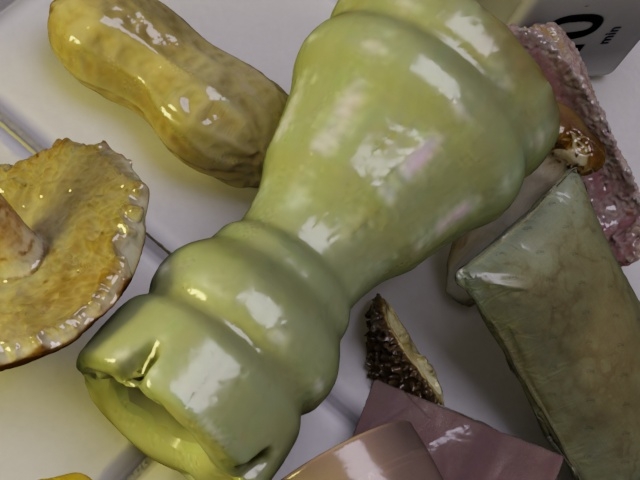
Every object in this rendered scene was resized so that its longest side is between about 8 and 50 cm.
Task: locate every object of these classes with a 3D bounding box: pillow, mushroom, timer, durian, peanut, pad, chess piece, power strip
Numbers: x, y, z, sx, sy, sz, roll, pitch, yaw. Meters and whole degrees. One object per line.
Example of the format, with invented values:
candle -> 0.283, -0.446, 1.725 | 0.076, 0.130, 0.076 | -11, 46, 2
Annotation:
pillow -> 0.245, 0.105, 1.513 | 0.185, 0.075, 0.302 | -41, 110, -33
mushroom -> -0.300, -0.025, 1.310 | 0.301, 0.208, 0.233 | 28, 31, -26
timer -> 0.237, -0.294, 1.742 | 0.195, 0.192, 0.194 | -8, 63, -28
durian -> 0.074, 0.103, 1.507 | 0.066, 0.052, 0.130 | -16, 67, -34
peanut -> -0.137, -0.141, 1.531 | 0.274, 0.111, 0.125 | 33, 29, 2
pad -> 0.112, 0.207, 1.453 | 0.187, 0.006, 0.113 | 22, 83, -8
chess piece -> 0.000, 0.000, 1.400 | 0.234, 0.234, 0.442 | 37, 67, 2
mushroom -> 0.187, -0.032, 1.573 | 0.084, 0.209, 0.071 | 34, 14, -4
power strip -> 0.028, 0.213, 1.353 | 0.154, 0.154, 0.078 | -20, 71, -33

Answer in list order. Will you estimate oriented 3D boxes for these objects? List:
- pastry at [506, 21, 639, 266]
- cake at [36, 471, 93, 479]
pastry -> 0.244, -0.099, 1.645 | 0.265, 0.102, 0.112 | 66, 21, -5
cake -> -0.197, 0.223, 1.290 | 0.044, 0.084, 0.084 | -15, 66, -37
